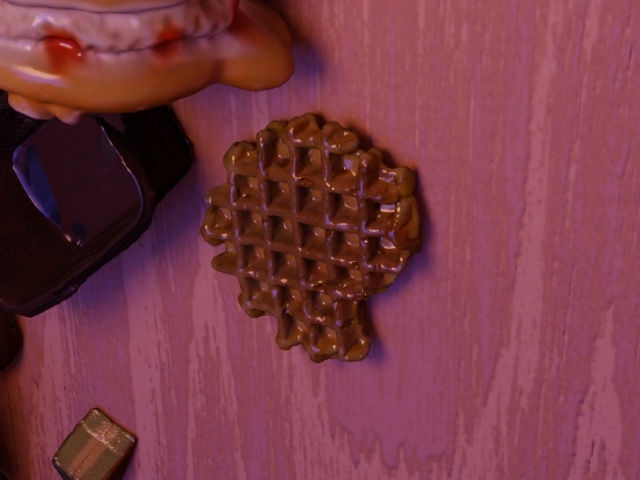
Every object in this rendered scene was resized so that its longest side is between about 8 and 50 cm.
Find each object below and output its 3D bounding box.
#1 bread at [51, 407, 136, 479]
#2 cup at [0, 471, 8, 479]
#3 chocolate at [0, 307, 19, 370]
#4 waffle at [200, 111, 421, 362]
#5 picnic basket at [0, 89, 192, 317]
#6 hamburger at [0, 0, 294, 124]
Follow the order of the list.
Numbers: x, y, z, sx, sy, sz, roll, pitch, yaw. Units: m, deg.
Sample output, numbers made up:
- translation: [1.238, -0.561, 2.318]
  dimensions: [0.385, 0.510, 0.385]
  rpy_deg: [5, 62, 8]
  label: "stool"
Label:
- translation: [-0.273, 0.275, 1.674]
  dimensions: [0.074, 0.084, 0.139]
  rpy_deg: [34, 159, 13]
  label: "bread"
- translation: [-0.485, 0.267, 1.639]
  dimensions: [0.203, 0.203, 0.288]
  rpy_deg: [26, 143, 19]
  label: "cup"
- translation: [-0.422, 0.105, 1.632]
  dimensions: [0.133, 0.127, 0.124]
  rpy_deg: [47, 162, -14]
  label: "chocolate"
- translation: [-0.001, 0.000, 1.320]
  dimensions: [0.253, 0.056, 0.249]
  rpy_deg: [-27, 98, 38]
  label: "waffle"
- translation: [-0.268, -0.070, 1.407]
  dimensions: [0.297, 0.129, 0.222]
  rpy_deg: [-34, 93, 39]
  label: "picnic basket"
- translation: [-0.175, -0.219, 1.203]
  dimensions: [0.303, 0.261, 0.186]
  rpy_deg: [-6, 124, -12]
  label: "hamburger"
